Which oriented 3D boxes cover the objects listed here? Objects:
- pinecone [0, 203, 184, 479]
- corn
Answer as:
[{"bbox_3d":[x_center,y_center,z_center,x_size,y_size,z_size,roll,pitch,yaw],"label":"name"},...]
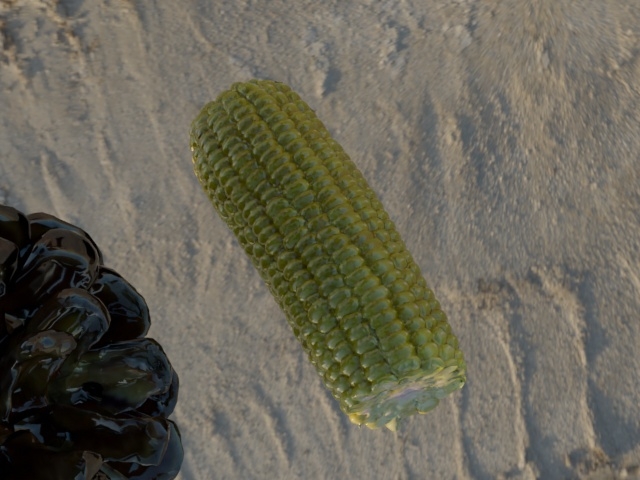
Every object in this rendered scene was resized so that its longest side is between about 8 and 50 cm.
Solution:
[{"bbox_3d":[-0.228,0.110,0.509,0.296,0.242,0.298,-3,86,28],"label":"pinecone"},{"bbox_3d":[0.000,0.000,0.560,0.093,0.093,0.244,-44,63,21],"label":"corn"}]
